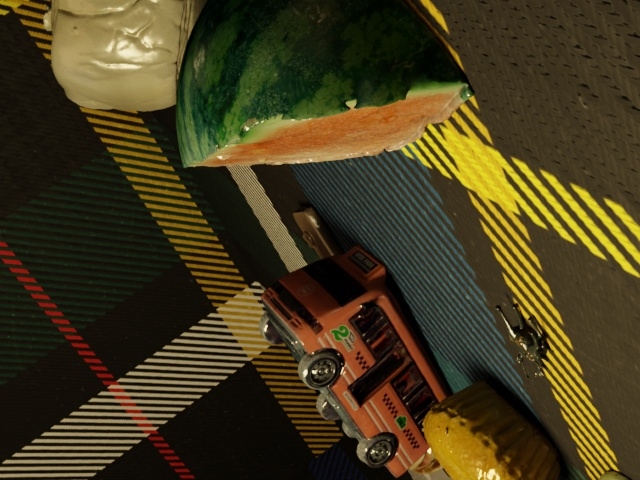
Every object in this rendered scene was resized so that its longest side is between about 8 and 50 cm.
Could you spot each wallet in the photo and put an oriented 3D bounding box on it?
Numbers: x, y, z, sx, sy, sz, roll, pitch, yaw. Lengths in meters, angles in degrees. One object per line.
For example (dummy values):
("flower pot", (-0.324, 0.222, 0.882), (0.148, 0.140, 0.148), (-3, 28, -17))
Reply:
("wallet", (0.000, 0.000, 1.803), (0.153, 0.038, 0.118), (55, 168, -8))

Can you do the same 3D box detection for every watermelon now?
("watermelon", (-0.050, -0.158, 0.952), (0.319, 0.222, 0.292), (47, 168, 5))

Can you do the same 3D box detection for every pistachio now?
("pistachio", (0.217, 0.422, 1.907), (0.144, 0.144, 0.215), (55, 170, -2))

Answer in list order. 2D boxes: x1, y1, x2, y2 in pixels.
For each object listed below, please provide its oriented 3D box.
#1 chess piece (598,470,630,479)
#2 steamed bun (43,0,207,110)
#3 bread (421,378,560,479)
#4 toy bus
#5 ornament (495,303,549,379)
("chess piece", (0.319, 0.425, 1.134), (0.144, 0.251, 0.144), (51, 169, 14))
("steamed bun", (-0.305, -0.325, 1.441), (0.247, 0.236, 0.383), (11, 175, -8))
("bread", (0.266, 0.331, 1.382), (0.240, 0.139, 0.240), (52, 170, 13))
("toy bus", (0.078, 0.225, 1.662), (0.203, 0.233, 0.427), (39, 164, 54))
("ornament", (0.256, 0.133, 1.108), (0.073, 0.028, 0.125), (43, 163, 50))
